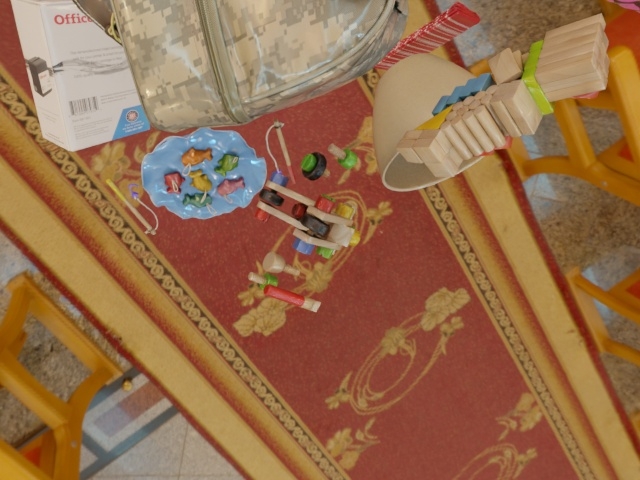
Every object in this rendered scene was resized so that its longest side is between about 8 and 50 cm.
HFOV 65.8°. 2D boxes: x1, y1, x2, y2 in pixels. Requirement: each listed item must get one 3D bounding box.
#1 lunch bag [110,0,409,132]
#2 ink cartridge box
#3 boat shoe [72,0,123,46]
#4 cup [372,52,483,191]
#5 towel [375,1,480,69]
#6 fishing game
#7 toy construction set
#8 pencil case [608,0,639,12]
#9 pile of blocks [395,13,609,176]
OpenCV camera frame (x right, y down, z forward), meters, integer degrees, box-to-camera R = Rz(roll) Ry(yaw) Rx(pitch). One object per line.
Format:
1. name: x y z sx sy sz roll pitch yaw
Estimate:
1. lunch bag: -0.035 -0.248 0.535 0.255 0.305 0.213 -4 108 12
2. ink cartridge box: -0.536 -0.392 1.139 0.223 0.129 0.308 -33 138 -44
3. boat shoe: -0.256 -0.305 0.705 0.227 0.069 0.081 28 124 -14
4. cup: 0.258 -0.308 1.207 0.330 0.331 0.237 -19 71 -8
5. towel: 0.284 -0.544 1.345 0.274 0.198 0.031 -22 90 35
6. fishing game: -0.168 -0.089 0.734 0.263 0.041 0.189 -17 145 -2
7. toy construction set: 0.000 0.000 1.061 0.237 0.257 0.309 26 70 -37
8. pencil case: 0.580 -0.447 0.896 0.209 0.098 0.095 20 82 -6
9. pile of blocks: 0.310 -0.223 0.842 0.362 0.149 0.112 -26 130 31
